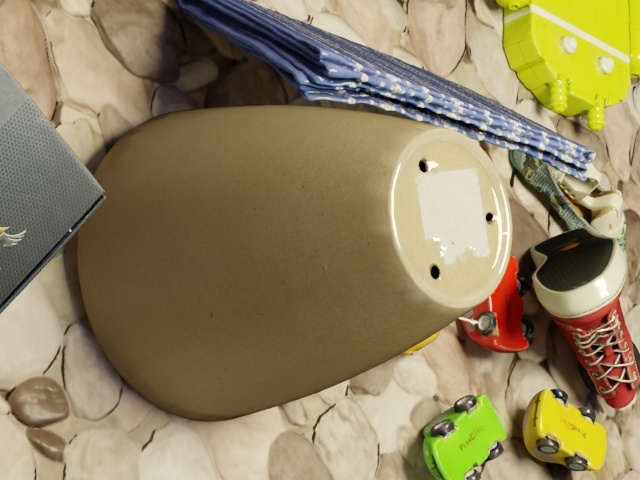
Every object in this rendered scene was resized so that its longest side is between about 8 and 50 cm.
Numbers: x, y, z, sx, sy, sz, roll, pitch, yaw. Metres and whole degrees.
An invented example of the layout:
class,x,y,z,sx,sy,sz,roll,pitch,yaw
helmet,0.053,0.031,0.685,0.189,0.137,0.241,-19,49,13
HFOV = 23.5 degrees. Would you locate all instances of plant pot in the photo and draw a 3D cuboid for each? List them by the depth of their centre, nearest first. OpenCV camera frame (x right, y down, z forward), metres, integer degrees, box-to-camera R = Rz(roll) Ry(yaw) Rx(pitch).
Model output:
class,x,y,z,sx,sy,sz,roll,pitch,yaw
plant pot,0.000,0.000,1.159,0.256,0.274,0.256,10,75,-42

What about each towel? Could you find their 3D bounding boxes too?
class,x,y,z,sx,sy,sz,roll,pitch,yaw
towel,0.054,-0.136,1.334,0.336,0.243,0.040,15,104,-40

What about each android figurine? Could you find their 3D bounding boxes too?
class,x,y,z,sx,sy,sz,roll,pitch,yaw
android figurine,0.272,-0.250,1.675,0.248,0.056,0.273,22,60,-37

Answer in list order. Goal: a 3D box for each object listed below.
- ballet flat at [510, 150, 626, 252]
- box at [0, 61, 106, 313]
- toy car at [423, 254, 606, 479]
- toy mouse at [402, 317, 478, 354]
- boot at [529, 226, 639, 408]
class,x,y,z,sx,sy,sz,roll,pitch,yaw
ballet flat,0.275,-0.045,1.599,0.188,0.070,0.070,39,53,-28
box,-0.275,-0.048,1.014,0.183,0.059,0.233,-50,127,-21
toy car,0.155,0.154,1.426,0.225,0.053,0.239,-37,101,-43
toy mouse,0.051,0.034,1.363,0.161,0.031,0.143,-22,79,-28
boot,0.269,0.089,1.467,0.244,0.088,0.176,-58,126,-81
